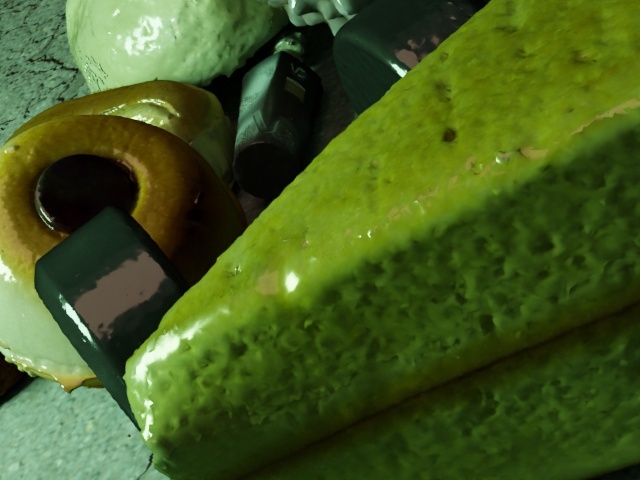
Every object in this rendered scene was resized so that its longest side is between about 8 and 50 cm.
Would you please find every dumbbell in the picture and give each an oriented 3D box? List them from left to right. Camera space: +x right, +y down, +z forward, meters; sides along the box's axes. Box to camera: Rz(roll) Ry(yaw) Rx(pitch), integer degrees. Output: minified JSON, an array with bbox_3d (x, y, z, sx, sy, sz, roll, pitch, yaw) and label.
[{"bbox_3d":[0.000,0.000,0.939,0.322,0.204,0.204,-38,32,-8],"label":"dumbbell"}]

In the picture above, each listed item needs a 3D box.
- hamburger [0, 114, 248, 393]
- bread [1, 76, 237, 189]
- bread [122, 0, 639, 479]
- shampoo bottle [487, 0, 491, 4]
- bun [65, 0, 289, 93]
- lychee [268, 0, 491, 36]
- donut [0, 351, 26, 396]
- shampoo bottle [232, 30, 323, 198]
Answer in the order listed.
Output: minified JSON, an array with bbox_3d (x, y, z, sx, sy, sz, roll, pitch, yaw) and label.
[{"bbox_3d":[-0.165,0.004,1.110,0.236,0.147,0.237,2,56,-3],"label":"hamburger"},{"bbox_3d":[-0.183,-0.069,1.285,0.236,0.106,0.140,-12,36,30],"label":"bread"},{"bbox_3d":[0.076,0.011,0.827,0.361,0.233,0.245,-23,34,18],"label":"bread"},{"bbox_3d":[0.185,-0.192,1.158,0.236,0.067,0.068,-41,52,-13],"label":"shampoo bottle"},{"bbox_3d":[-0.138,-0.235,1.386,0.259,0.152,0.259,-29,23,14],"label":"bun"},{"bbox_3d":[0.029,-0.364,1.185,0.380,0.432,0.380,-22,18,8],"label":"lychee"},{"bbox_3d":[-0.298,0.077,1.224,0.166,0.073,0.184,-32,31,5],"label":"donut"},{"bbox_3d":[-0.038,-0.115,1.261,0.063,0.057,0.208,-33,27,26],"label":"shampoo bottle"}]
